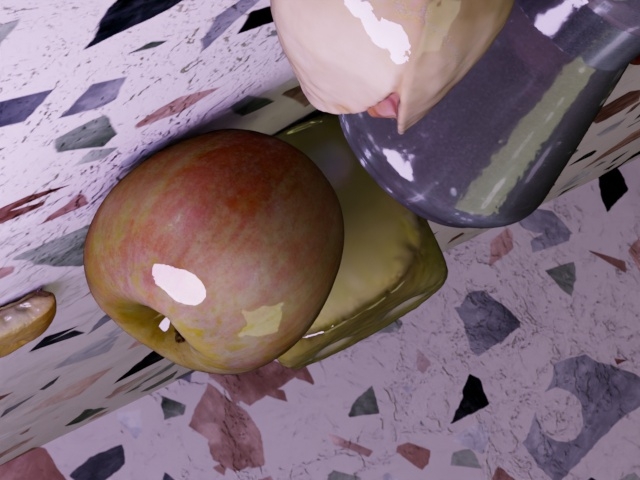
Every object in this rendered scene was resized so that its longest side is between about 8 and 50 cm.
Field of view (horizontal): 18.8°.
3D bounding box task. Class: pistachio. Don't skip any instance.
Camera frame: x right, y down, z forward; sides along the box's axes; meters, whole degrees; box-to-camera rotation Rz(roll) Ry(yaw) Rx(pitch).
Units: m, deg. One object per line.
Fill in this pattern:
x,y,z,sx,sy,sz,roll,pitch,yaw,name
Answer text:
0.055,-0.185,1.535,0.187,0.187,0.299,-27,168,-17,pistachio

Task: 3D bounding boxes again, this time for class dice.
0.000,0.000,2.282,0.233,0.238,0.227,-29,171,0,dice

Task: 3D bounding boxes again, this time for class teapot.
0.205,-0.199,1.862,0.344,0.253,0.300,-42,-170,37,teapot

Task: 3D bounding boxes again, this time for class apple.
-0.106,0.005,1.986,0.234,0.257,0.257,-59,-179,-18,apple

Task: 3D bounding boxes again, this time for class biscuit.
-0.438,0.135,2.260,0.299,0.045,0.154,-23,171,-36,biscuit

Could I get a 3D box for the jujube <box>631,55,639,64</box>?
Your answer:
0.362,-0.279,2.112,0.183,0.183,0.243,-31,173,10,jujube
